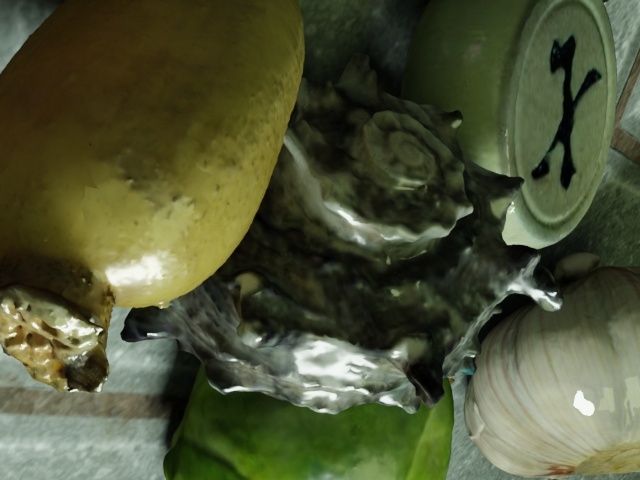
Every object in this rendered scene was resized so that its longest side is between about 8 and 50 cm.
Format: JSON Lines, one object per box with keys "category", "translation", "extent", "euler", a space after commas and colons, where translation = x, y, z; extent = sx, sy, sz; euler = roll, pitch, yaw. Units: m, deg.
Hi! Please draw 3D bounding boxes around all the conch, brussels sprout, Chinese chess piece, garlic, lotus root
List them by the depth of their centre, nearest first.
{"category": "lotus root", "translation": [-0.090, -0.067, 0.637], "extent": [0.131, 0.146, 0.303], "euler": [76, 27, -44]}
{"category": "conch", "translation": [0.000, -0.008, 0.784], "extent": [0.186, 0.312, 0.241], "euler": [93, -3, -78]}
{"category": "Chinese chess piece", "translation": [0.153, -0.108, 0.942], "extent": [0.237, 0.092, 0.238], "euler": [-16, 110, -52]}
{"category": "brussels sprout", "translation": [-0.015, 0.166, 0.972], "extent": [0.219, 0.210, 0.271], "euler": [24, 146, -33]}
{"category": "garlic", "translation": [0.317, 0.159, 1.381], "extent": [0.321, 0.241, 0.322], "euler": [-1, 130, -2]}

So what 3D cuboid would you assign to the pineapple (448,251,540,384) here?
{"category": "pineapple", "translation": [0.123, 0.058, 1.157], "extent": [0.237, 0.111, 0.119], "euler": [-47, 180, -17]}
